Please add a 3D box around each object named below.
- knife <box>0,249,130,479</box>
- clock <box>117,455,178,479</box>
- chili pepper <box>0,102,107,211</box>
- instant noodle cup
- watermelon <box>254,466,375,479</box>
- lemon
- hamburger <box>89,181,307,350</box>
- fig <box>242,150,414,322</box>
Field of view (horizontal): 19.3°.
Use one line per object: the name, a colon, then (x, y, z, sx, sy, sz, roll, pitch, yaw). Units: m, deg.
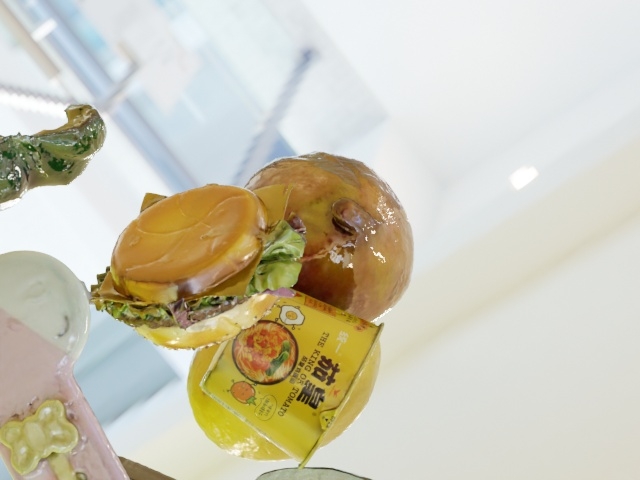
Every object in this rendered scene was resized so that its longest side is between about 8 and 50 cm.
knife: (-0.139, 0.196, 1.219, 0.132, 0.398, 0.038, -29, 178, 10)
clock: (-0.111, 0.342, 1.712, 0.049, 0.279, 0.273, -56, 167, -57)
chili pepper: (-0.405, -0.099, 2.513, 0.264, 0.116, 0.148, -18, -170, -15)
instant noodle cup: (-0.037, 0.132, 2.013, 0.182, 0.144, 0.182, -60, -179, 2)
watermelon: (0.008, 0.368, 2.353, 0.202, 0.207, 0.136, -37, -131, -6)
lemon: (-0.048, 0.173, 2.478, 0.263, 0.236, 0.236, -16, -156, 40)
hamburger: (-0.093, 0.025, 1.509, 0.189, 0.093, 0.164, 2, -139, 36)
fig: (-0.001, 0.005, 2.159, 0.224, 0.224, 0.263, -38, -155, 3)
